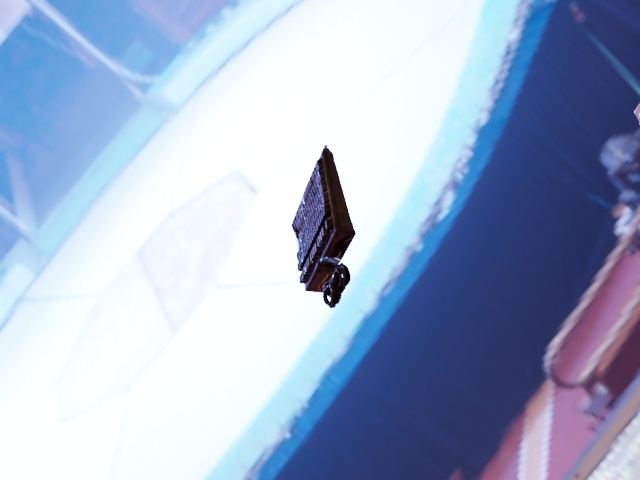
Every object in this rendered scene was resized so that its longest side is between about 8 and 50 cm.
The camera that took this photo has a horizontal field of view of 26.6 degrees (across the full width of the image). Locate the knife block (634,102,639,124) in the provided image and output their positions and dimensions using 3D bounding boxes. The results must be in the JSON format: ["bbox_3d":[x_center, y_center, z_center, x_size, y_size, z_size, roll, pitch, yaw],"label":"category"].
[{"bbox_3d":[0.320,-0.115,0.860,0.242,0.088,0.275,-58,34,39],"label":"knife block"}]

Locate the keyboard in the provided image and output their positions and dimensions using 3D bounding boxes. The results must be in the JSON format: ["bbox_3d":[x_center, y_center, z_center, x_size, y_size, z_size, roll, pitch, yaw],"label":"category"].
[{"bbox_3d":[0.000,0.000,1.130,0.023,0.108,0.180,-13,-15,-11],"label":"keyboard"}]
